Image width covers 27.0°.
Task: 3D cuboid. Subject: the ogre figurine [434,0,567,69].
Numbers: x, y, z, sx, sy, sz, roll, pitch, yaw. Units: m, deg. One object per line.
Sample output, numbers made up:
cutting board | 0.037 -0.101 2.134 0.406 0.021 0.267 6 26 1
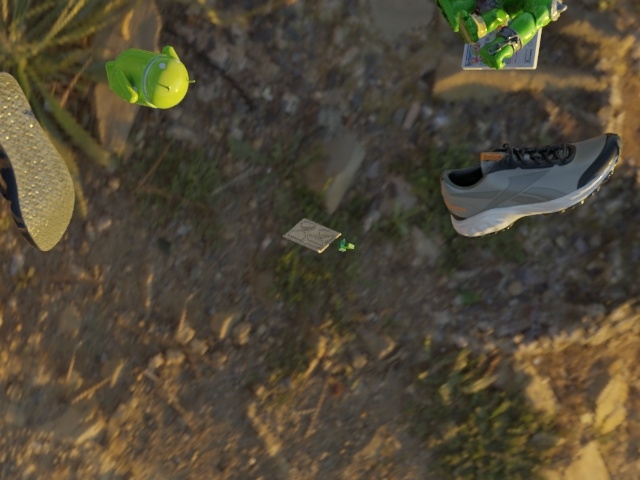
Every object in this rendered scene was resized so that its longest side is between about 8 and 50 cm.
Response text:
ogre figurine | 0.208 -0.284 1.582 0.118 0.197 0.097 -27 114 -3

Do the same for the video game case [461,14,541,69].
video game case | 0.280 -0.307 2.059 0.011 0.122 0.087 22 75 -57

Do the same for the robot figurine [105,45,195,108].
robot figurine | -0.211 -0.199 1.644 0.115 0.067 0.101 16 33 36

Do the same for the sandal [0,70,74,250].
sandal | -0.385 -0.105 1.706 0.097 0.054 0.255 -45 131 -40

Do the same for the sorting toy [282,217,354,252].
sorting toy | 0.000 0.000 1.739 0.083 0.012 0.062 24 34 21

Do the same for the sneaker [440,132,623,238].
sneaker | 0.291 -0.092 1.864 0.108 0.271 0.100 58 26 -23
